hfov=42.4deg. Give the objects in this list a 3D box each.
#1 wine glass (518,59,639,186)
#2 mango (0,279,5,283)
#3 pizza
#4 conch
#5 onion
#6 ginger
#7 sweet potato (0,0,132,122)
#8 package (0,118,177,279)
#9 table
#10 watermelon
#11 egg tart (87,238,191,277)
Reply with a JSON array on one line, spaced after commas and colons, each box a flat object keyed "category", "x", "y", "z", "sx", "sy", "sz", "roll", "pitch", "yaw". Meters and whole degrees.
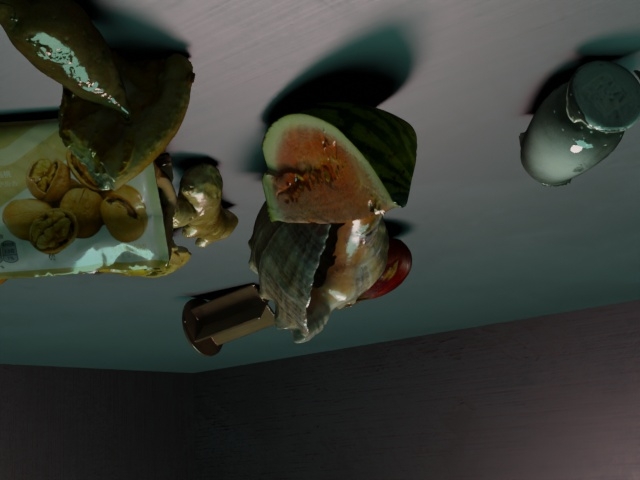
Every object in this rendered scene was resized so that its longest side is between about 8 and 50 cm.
[{"category": "wine glass", "x": 0.335, "y": -0.148, "z": 1.083, "sx": 0.111, "sy": 0.111, "sz": 0.204, "roll": -2, "pitch": 164, "yaw": -8}, {"category": "mango", "x": -0.594, "y": -0.001, "z": 1.320, "sx": 0.235, "sy": 0.166, "sz": 0.136, "roll": 19, "pitch": 116, "yaw": -11}, {"category": "pizza", "x": -0.222, "y": -0.157, "z": 0.896, "sx": 0.161, "sy": 0.182, "sz": 0.062, "roll": 35, "pitch": 152, "yaw": 8}, {"category": "conch", "x": -0.017, "y": -0.003, "z": 1.292, "sx": 0.209, "sy": 0.297, "sz": 0.352, "roll": 13, "pitch": 143, "yaw": 17}, {"category": "onion", "x": 0.067, "y": 0.054, "z": 1.726, "sx": 0.247, "sy": 0.162, "sz": 0.248, "roll": -4, "pitch": -173, "yaw": 0}, {"category": "ginger", "x": -0.187, "y": -0.048, "z": 1.364, "sx": 0.118, "sy": 0.065, "sz": 0.299, "roll": -48, "pitch": 169, "yaw": -5}, {"category": "sweet potato", "x": -0.267, "y": -0.208, "z": 0.770, "sx": 0.074, "sy": 0.075, "sz": 0.269, "roll": -13, "pitch": 146, "yaw": 30}, {"category": "package", "x": -0.364, "y": -0.079, "z": 1.145, "sx": 0.311, "sy": 0.221, "sz": 0.165, "roll": -6, "pitch": -155, "yaw": 0}, {"category": "table", "x": -0.231, "y": 0.201, "z": 2.214, "sx": 0.226, "sy": 0.167, "sz": 0.167, "roll": -22, "pitch": 159, "yaw": 27}, {"category": "watermelon", "x": 0.004, "y": -0.120, "z": 1.058, "sx": 0.128, "sy": 0.159, "sz": 0.303, "roll": 33, "pitch": 162, "yaw": -29}, {"category": "egg tart", "x": -0.380, "y": 0.015, "z": 1.553, "sx": 0.278, "sy": 0.095, "sz": 0.279, "roll": -2, "pitch": 171, "yaw": 0}]
